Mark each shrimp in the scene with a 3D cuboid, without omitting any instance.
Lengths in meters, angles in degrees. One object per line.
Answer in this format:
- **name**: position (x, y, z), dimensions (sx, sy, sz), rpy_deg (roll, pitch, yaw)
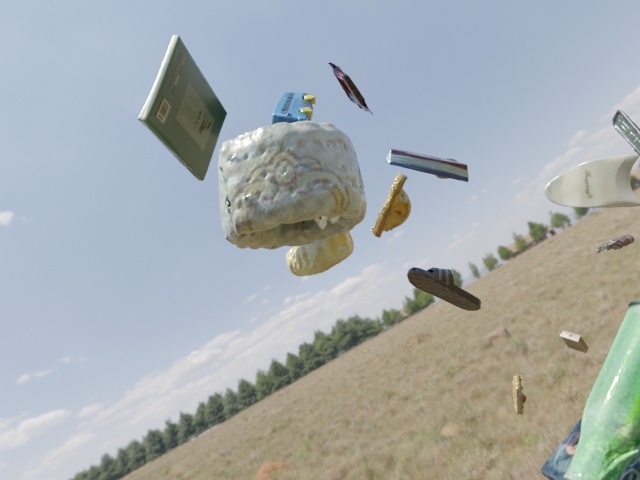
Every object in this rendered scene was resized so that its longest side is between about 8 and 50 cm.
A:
- **shrimp**: position (0.753, 0.012, 1.166), dimensions (0.092, 0.029, 0.038), rpy_deg (-19, -17, 14)

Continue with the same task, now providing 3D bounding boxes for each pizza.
- **pizza**: position (0.248, -0.112, 1.434), dimensions (0.188, 0.080, 0.204), rpy_deg (-26, -39, -62)
- **pizza**: position (0.428, 0.335, 0.974), dimensions (0.025, 0.083, 0.078), rpy_deg (-3, -29, 16)

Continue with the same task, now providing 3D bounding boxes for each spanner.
- **spanner**: position (0.669, -0.140, 0.878), dimensions (0.026, 0.326, 0.093), rpy_deg (-9, -33, -15)

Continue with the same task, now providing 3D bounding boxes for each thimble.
- **thimble**: position (-0.066, -0.101, 0.897), dimensions (0.291, 0.195, 0.291), rpy_deg (-9, -13, -2)

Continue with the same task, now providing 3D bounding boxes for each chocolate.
- **chocolate**: position (0.454, 0.239, 0.671), dimensions (0.291, 0.110, 0.110), rpy_deg (-55, -9, -11)
- **chocolate**: position (0.086, -0.421, 1.256), dimensions (0.028, 0.086, 0.182), rpy_deg (-42, -52, 2)

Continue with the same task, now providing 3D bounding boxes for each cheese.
- **cheese**: position (-0.003, 0.039, 1.507), dimensions (0.213, 0.117, 0.226), rpy_deg (-24, 2, 36)

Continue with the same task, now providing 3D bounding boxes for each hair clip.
- **hair clip**: position (0.932, -0.190, 1.571), dimensions (0.113, 0.173, 0.282), rpy_deg (1, -3, -25)

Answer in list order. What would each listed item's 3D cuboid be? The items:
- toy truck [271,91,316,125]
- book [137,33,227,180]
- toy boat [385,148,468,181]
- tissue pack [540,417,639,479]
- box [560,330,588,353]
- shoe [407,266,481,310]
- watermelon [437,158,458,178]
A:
- **toy truck**: position (-0.107, -0.496, 1.866), dimensions (0.162, 0.385, 0.161), rpy_deg (6, -57, -1)
- **book**: position (-0.384, -0.366, 1.335), dimensions (0.031, 0.264, 0.379), rpy_deg (13, -15, 12)
- **toy boat**: position (0.280, -0.192, 1.160), dimensions (0.228, 0.046, 0.080), rpy_deg (10, 20, -8)
- **tissue pack**: position (0.516, 0.354, 0.692), dimensions (0.228, 0.103, 0.316), rpy_deg (-46, -2, -8)
- **box**: position (0.764, 0.305, 1.363), dimensions (0.053, 0.083, 0.024), rpy_deg (14, 65, 54)
- **shoe**: position (0.257, 0.088, 0.938), dimensions (0.071, 0.179, 0.049), rpy_deg (-37, 29, 61)
- **watermelon**: position (0.467, -0.266, 1.685), dimensions (0.078, 0.078, 0.110), rpy_deg (-21, 14, -36)
